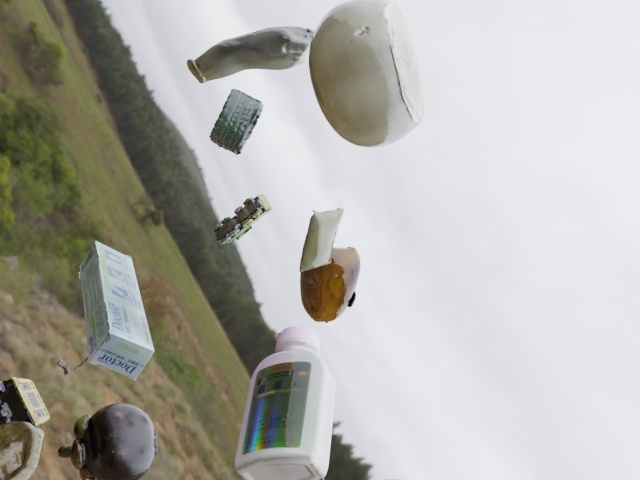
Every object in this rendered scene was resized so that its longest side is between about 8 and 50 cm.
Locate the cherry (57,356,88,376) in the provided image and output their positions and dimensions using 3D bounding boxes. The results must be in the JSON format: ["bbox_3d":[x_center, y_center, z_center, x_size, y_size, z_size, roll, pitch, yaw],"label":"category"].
[{"bbox_3d":[-0.486,0.203,1.597,0.090,0.225,0.107,38,-32,11],"label":"cherry"}]

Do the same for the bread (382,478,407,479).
[{"bbox_3d":[0.188,0.640,1.655,0.260,0.129,0.134,55,-19,-20],"label":"bread"}]

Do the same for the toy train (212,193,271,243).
[{"bbox_3d":[-0.208,-0.055,1.928,0.202,0.081,0.060,-36,-100,37],"label":"toy train"}]

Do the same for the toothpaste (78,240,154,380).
[{"bbox_3d":[-0.345,0.104,1.196,0.081,0.067,0.336,29,11,-29],"label":"toothpaste"}]

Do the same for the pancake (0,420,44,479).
[{"bbox_3d":[-0.654,0.448,1.420,0.223,0.236,0.042,2,-56,32],"label":"pancake"}]

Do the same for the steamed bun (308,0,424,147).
[{"bbox_3d":[0.092,-0.355,1.555,0.324,0.207,0.324,-10,90,-69],"label":"steamed bun"}]

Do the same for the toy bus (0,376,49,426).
[{"bbox_3d":[-0.811,0.453,1.669,0.145,0.331,0.151,60,-3,7],"label":"toy bus"}]

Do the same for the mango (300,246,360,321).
[{"bbox_3d":[0.021,0.137,2.331,0.201,0.153,0.287,34,-52,44],"label":"mango"}]

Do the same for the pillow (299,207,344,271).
[{"bbox_3d":[0.000,0.000,2.094,0.053,0.119,0.208,37,-52,35],"label":"pillow"}]

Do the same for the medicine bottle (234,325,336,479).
[{"bbox_3d":[-0.041,0.215,0.963,0.219,0.115,0.078,-82,150,-46],"label":"medicine bottle"}]

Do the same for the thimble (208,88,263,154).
[{"bbox_3d":[-0.196,-0.282,1.694,0.090,0.135,0.118,26,-27,-8],"label":"thimble"}]

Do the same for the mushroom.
[{"bbox_3d":[-0.172,-0.483,1.865,0.097,0.352,0.109,16,66,-83],"label":"mushroom"}]

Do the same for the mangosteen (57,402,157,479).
[{"bbox_3d":[-0.500,0.480,1.688,0.194,0.231,0.194,178,-90,-80],"label":"mangosteen"}]
